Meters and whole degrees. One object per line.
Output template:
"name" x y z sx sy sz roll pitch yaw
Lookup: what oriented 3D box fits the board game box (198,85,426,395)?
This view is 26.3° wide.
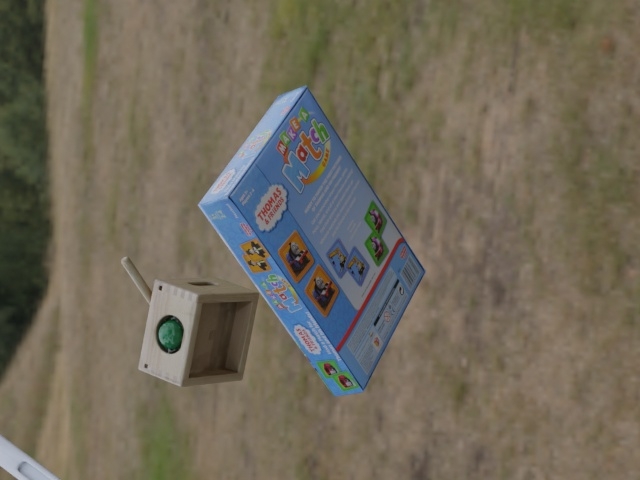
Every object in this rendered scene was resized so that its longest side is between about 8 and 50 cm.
"board game box" 0.000 0.000 1.158 0.039 0.211 0.160 -13 31 37

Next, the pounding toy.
"pounding toy" -0.160 0.092 1.601 0.100 0.141 0.130 17 100 36

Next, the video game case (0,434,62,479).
"video game case" -0.140 0.192 0.900 0.019 0.143 0.157 -53 -31 -15
